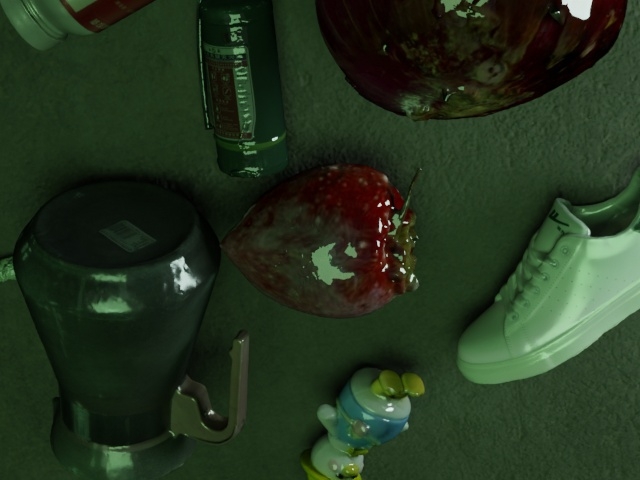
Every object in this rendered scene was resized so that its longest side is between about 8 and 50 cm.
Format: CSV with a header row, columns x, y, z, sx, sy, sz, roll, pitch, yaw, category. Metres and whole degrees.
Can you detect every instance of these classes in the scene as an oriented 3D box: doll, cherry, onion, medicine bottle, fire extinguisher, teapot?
x,y,z,sx,sy,sz,roll,pitch,yaw,category
0.047,0.263,2.008,0.099,0.135,0.241,37,116,16,doll
0.000,0.000,1.821,0.249,0.175,0.192,-5,111,-6,cherry
0.160,-0.325,1.604,0.347,0.348,0.385,-5,80,6,onion
-0.242,-0.322,1.696,0.250,0.131,0.131,-26,113,15,medicine bottle
-0.097,-0.223,1.762,0.118,0.093,0.294,17,125,37,fire extinguisher
-0.232,0.124,1.868,0.300,0.253,0.344,16,127,18,teapot

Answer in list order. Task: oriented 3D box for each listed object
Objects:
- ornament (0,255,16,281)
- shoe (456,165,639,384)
x,y,z,sx,sy,sz,roll,pitch,yaw,category
-0.439,0.037,1.948,0.092,0.041,0.068,22,95,5,ornament
0.303,0.040,1.858,0.363,0.132,0.160,-32,112,13,shoe
